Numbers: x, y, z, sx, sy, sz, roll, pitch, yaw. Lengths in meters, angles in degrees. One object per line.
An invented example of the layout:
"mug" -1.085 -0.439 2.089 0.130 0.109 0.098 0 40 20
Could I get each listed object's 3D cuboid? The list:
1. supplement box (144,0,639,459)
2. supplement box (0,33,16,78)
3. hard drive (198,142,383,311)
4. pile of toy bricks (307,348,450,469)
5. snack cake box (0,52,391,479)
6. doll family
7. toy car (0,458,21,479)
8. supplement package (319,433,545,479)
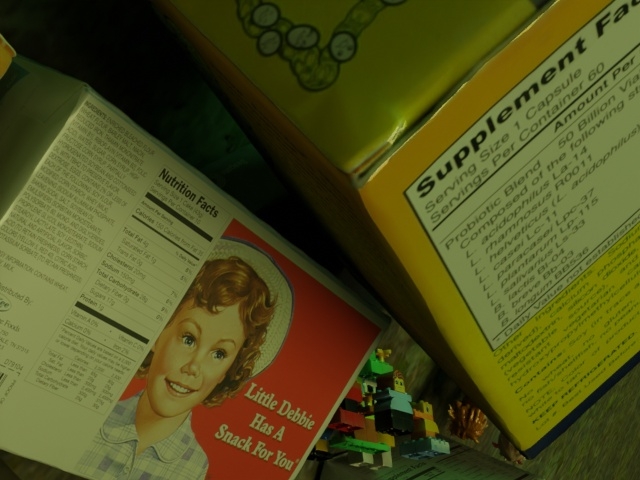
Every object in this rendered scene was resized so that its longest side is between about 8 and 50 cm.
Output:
"supplement box" 0.083 -0.062 0.518 0.194 0.195 0.356 -42 147 -3
"supplement box" -0.214 -0.004 0.358 0.233 0.078 0.080 -59 145 -19
"hard drive" 0.000 0.000 0.725 0.254 0.054 0.172 -28 129 -49
"pile of toy bricks" 0.026 0.114 0.804 0.212 0.118 0.105 25 53 -51
"snack cake box" -0.091 0.041 0.515 0.152 0.089 0.264 -59 139 -7
"doll family" 0.175 0.117 1.033 0.163 0.118 0.263 -61 158 -50
"toy car" -0.198 0.181 0.442 0.188 0.149 0.155 -50 133 -11
"supplement package" 0.078 0.335 0.952 0.204 0.145 0.262 1 105 -59
